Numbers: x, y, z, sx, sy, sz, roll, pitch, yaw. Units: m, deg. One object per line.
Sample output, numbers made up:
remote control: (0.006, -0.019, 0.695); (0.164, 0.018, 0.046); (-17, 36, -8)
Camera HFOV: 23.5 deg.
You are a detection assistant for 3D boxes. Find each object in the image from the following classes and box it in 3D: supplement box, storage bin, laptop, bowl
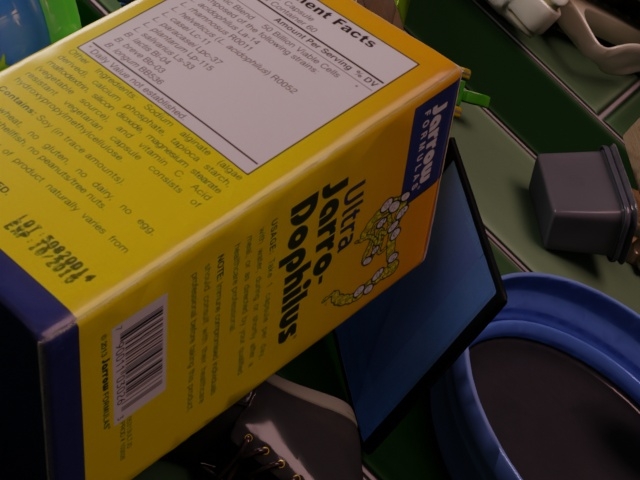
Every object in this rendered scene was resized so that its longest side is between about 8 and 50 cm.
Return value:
supplement box: (-0.102, -0.016, 1.017); (0.194, 0.195, 0.356); (38, 53, 26)
storage bin: (0.285, -0.038, 1.705); (0.091, 0.098, 0.135); (2, 42, -6)
laptop: (0.000, 0.000, 1.220); (0.264, 0.234, 0.136); (34, 43, -2)
bowl: (0.264, 0.201, 1.394); (0.391, 0.077, 0.391); (27, 35, -21)

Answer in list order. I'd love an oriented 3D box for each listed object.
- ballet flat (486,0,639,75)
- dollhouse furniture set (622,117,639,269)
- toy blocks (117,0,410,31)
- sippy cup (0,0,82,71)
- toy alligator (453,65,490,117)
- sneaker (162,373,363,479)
ballet flat: (0.337, -0.327, 2.053); (0.483, 0.164, 0.182); (18, 54, -35)
dollhouse furniture set: (0.407, -0.043, 1.771); (0.151, 0.144, 0.123); (24, 37, -23)
toy blocks: (-0.068, -0.182, 1.363); (0.261, 0.190, 0.381); (10, -13, 14)
sippy cup: (-0.321, -0.123, 1.059); (0.305, 0.240, 0.224); (36, 43, 10)
toy alligator: (0.108, -0.177, 1.717); (0.190, 0.056, 0.051); (12, 0, -35)
sneaker: (-0.047, 0.160, 1.113); (0.222, 0.083, 0.118); (15, 40, -36)
